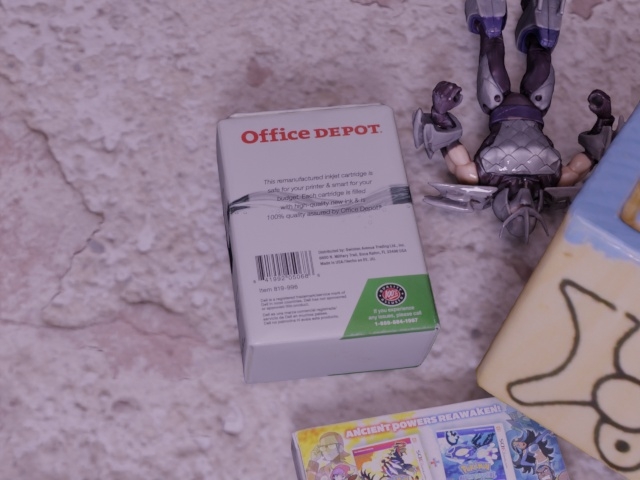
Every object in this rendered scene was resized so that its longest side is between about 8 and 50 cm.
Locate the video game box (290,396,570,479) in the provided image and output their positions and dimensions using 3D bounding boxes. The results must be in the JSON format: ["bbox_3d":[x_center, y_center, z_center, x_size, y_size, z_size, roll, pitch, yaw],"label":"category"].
[{"bbox_3d":[0.094,0.219,0.968,0.205,0.048,0.187,-8,65,-11],"label":"video game box"}]

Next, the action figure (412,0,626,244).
[{"bbox_3d":[0.171,-0.125,1.137,0.185,0.099,0.285,6,64,-9],"label":"action figure"}]

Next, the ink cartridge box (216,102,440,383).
[{"bbox_3d":[0.000,0.000,1.053,0.153,0.087,0.208,-4,63,-8],"label":"ink cartridge box"}]

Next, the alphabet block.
[{"bbox_3d":[0.260,0.043,0.972,0.192,0.197,0.193,33,46,11],"label":"alphabet block"}]
